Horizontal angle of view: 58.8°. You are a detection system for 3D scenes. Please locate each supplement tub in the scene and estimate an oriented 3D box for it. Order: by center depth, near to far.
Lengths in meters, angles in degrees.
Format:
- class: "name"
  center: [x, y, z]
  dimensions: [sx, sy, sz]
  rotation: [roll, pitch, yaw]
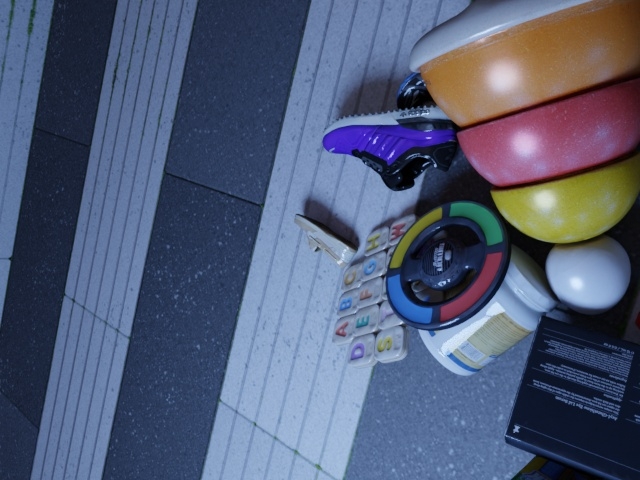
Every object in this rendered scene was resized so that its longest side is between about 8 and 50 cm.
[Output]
- class: "supplement tub"
  center: [0.273, 0.114, 0.936]
  dimensions: [0.200, 0.144, 0.144]
  rotation: [-45, 63, 27]

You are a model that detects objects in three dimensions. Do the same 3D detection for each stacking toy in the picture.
- class: "stacking toy"
  center: [0.353, -0.121, 0.844]
  dimensions: [0.350, 0.350, 0.480]
  rotation: [-10, 101, 37]

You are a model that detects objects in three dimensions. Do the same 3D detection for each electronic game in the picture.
- class: "electronic game"
  center: [0.198, 0.036, 0.910]
  dimensions: [0.229, 0.048, 0.229]
  rotation: [-31, 41, 31]

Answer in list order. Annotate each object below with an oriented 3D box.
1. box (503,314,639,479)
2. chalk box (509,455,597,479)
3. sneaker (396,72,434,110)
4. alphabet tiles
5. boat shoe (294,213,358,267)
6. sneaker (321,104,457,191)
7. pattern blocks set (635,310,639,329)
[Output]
- class: "box"
  center: [0.410, 0.239, 0.783]
  dimensions: [0.261, 0.103, 0.184]
  rotation: [16, 69, 25]
- class: "chalk box"
  center: [0.343, 0.427, 0.777]
  dimensions: [0.179, 0.289, 0.180]
  rotation: [16, 97, 37]
- class: "sneaker"
  center: [0.220, -0.284, 1.042]
  dimensions: [0.188, 0.067, 0.078]
  rotation: [-24, 68, 31]
- class: "alphabet tiles"
  center: [0.118, 0.089, 1.039]
  dimensions: [0.278, 0.021, 0.284]
  rotation: [-26, 44, 48]
- class: "boat shoe"
  center: [0.000, 0.000, 1.203]
  dimensions: [0.170, 0.063, 0.059]
  rotation: [35, 103, 33]
- class: "sneaker"
  center: [0.123, -0.166, 1.091]
  dimensions: [0.293, 0.102, 0.146]
  rotation: [-1, 88, 38]
- class: "pattern blocks set"
  center: [0.578, 0.053, 0.704]
  dimensions: [0.324, 0.026, 0.286]
  rotation: [23, 116, 52]
